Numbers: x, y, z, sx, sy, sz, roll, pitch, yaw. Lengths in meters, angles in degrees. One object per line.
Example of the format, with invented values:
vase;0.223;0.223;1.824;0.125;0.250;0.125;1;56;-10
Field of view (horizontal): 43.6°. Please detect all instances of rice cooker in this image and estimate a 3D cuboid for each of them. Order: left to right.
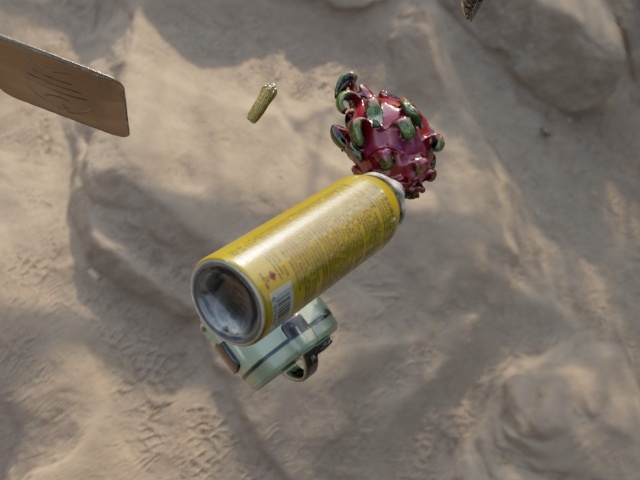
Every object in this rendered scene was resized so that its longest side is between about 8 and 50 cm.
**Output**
rice cooker;-0.096;0.163;1.519;0.244;0.226;0.226;50;48;6

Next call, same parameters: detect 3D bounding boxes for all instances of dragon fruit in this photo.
dragon fruit;0.120;-0.203;1.603;0.218;0.198;0.273;5;24;-41

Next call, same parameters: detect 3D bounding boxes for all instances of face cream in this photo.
face cream;0.000;0.000;0.944;0.105;0.105;0.348;54;42;2

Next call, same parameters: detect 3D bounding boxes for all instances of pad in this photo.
pad;-0.515;-0.299;1.570;0.286;0.284;0.018;21;72;-5

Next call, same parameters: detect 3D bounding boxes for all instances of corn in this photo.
corn;-0.104;-0.248;1.430;0.027;0.028;0.083;27;80;28

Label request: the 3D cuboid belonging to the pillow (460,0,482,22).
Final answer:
pillow;0.273;-0.462;1.361;0.055;0.208;0.141;8;94;2
